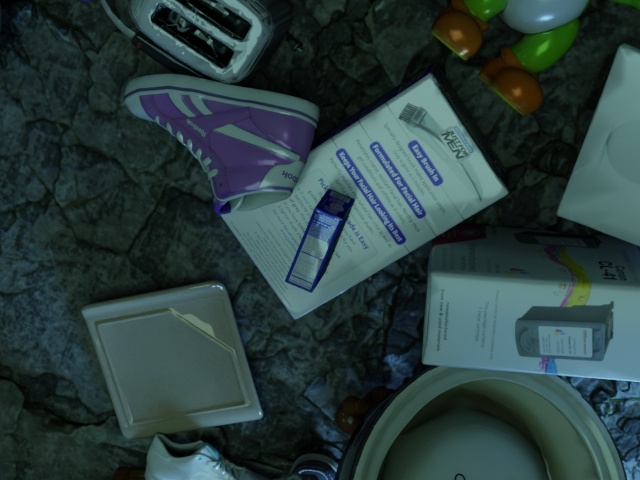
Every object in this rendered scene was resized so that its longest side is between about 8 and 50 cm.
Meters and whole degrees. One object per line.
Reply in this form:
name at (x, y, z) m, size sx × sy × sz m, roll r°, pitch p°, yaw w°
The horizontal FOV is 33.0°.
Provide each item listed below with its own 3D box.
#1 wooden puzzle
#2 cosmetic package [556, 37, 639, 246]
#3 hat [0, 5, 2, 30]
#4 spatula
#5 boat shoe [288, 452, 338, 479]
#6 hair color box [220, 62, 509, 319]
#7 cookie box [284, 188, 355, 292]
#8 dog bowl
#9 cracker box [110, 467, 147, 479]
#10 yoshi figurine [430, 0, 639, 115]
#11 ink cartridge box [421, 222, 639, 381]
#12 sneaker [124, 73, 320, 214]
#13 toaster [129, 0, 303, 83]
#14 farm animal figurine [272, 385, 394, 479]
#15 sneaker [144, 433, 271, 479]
wooden puzzle at (-0.215, 0.176, 1.590) m, size 0.221 × 0.044 × 0.238 m, roll -11°, pitch 111°, yaw 12°
cosmetic package at (0.443, -0.103, 1.318) m, size 0.225 × 0.138 × 0.224 m, roll 24°, pitch 112°, yaw 18°
hat at (-0.570, -0.348, 1.415) m, size 0.332 × 0.134 × 0.331 m, roll 1°, pitch 126°, yaw 1°
spatula at (-0.258, -0.286, 1.421) m, size 0.296 × 0.030 × 0.084 m, roll 38°, pitch 153°, yaw -5°
boat shoe at (-0.019, 0.460, 1.625) m, size 0.103 × 0.092 × 0.285 m, roll 11°, pitch 110°, yaw 5°
hair color box at (0.058, -0.063, 1.431) m, size 0.339 × 0.110 × 0.185 m, roll -31°, pitch 100°, yaw 19°
cookie box at (0.000, 0.000, 1.356) m, size 0.040 × 0.092 × 0.107 m, roll 24°, pitch 111°, yaw 4°
dog bowl at (0.194, 0.353, 1.405) m, size 0.408 × 0.150 × 0.407 m, roll 4°, pitch 80°, yaw -21°
cracker box at (-0.292, 0.486, 1.642) m, size 0.067 × 0.155 × 0.232 m, roll 1°, pitch 109°, yaw 7°
yoshi figurine at (0.306, -0.319, 1.225) m, size 0.362 × 0.204 × 0.203 m, roll -46°, pitch 63°, yaw 11°
ink cartridge box at (0.288, 0.073, 1.378) m, size 0.306 × 0.226 × 0.131 m, roll 3°, pitch 107°, yaw 6°
sneaker at (-0.150, -0.121, 1.389) m, size 0.282 × 0.102 × 0.161 m, roll 13°, pitch 84°, yaw 27°
toaster at (-0.134, -0.283, 1.363) m, size 0.227 × 0.146 × 0.129 m, roll 35°, pitch 111°, yaw -4°
farm animal figurine at (0.093, 0.380, 1.535) m, size 0.330 × 0.172 × 0.327 m, roll 47°, pitch 67°, yaw -8°
sneaker at (-0.159, 0.344, 1.611) m, size 0.212 × 0.080 × 0.094 m, roll 13°, pitch 117°, yaw 6°
